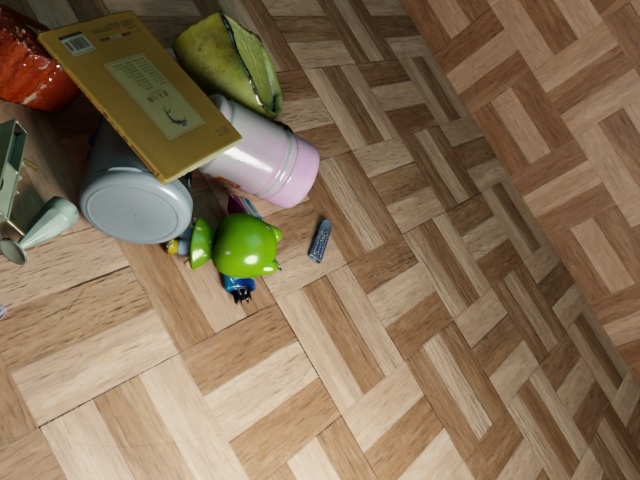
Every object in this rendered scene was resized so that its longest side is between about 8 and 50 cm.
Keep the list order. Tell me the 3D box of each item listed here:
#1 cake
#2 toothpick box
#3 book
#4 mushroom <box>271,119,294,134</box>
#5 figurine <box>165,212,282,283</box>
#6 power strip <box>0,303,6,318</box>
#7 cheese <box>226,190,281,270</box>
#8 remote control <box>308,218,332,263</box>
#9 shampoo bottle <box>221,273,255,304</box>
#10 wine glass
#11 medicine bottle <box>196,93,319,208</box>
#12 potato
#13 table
[{"bbox_3d":[-0.618,-0.383,1.355,0.177,0.151,0.283,55,15,8],"label":"cake"},{"bbox_3d":[-0.402,-0.195,1.454,0.263,0.263,0.354,27,47,-30],"label":"toothpick box"},{"bbox_3d":[-0.367,-0.314,1.362,0.389,0.032,0.269,50,41,0],"label":"book"},{"bbox_3d":[-0.134,-0.310,1.900,0.109,0.085,0.126,48,35,-8],"label":"mushroom"},{"bbox_3d":[-0.225,0.012,1.509,0.263,0.143,0.162,7,62,-3],"label":"figurine"},{"bbox_3d":[-0.663,0.171,1.084,0.109,0.037,0.279,45,41,-11],"label":"power strip"},{"bbox_3d":[-0.169,-0.026,1.653,0.062,0.155,0.244,-35,106,-9],"label":"cheese"},{"bbox_3d":[0.001,0.000,1.870,0.043,0.027,0.152,43,43,-24],"label":"remote control"},{"bbox_3d":[-0.208,0.070,1.595,0.087,0.050,0.183,8,58,-44],"label":"shampoo bottle"},{"bbox_3d":[-0.564,-0.022,1.292,0.073,0.073,0.155,47,43,-10],"label":"wine glass"},{"bbox_3d":[-0.184,-0.230,1.704,0.316,0.202,0.202,25,49,-31],"label":"medicine bottle"},{"bbox_3d":[-0.254,-0.437,1.802,0.280,0.213,0.330,69,16,1],"label":"potato"},{"bbox_3d":[-0.616,-0.099,1.226,0.111,0.122,0.240,62,13,-49],"label":"table"}]
